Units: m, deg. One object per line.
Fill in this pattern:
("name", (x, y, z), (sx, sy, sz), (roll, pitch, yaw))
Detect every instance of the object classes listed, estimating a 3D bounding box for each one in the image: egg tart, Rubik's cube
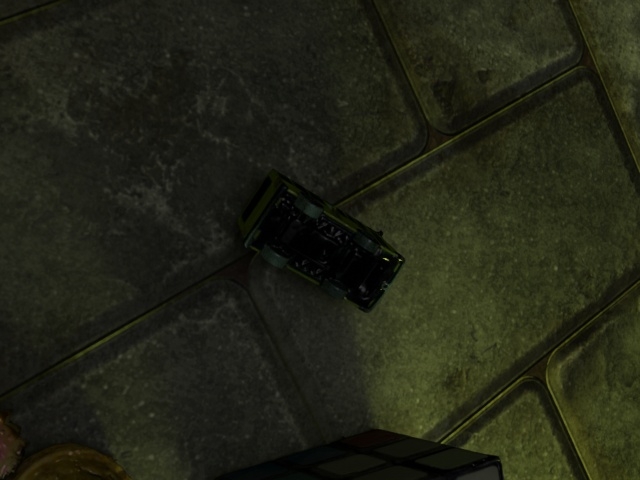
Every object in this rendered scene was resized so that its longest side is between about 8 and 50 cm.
("egg tart", (-0.359, 0.415, 1.179), (0.241, 0.106, 0.241), (4, 84, -41))
("Rubik's cube", (0.066, 0.517, 1.272), (0.362, 0.363, 0.359), (-10, 88, -30))

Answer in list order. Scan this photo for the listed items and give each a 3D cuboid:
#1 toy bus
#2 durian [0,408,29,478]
("toy bus", (0.000, 0.000, 1.396), (0.262, 0.150, 0.128), (30, 101, -24))
("durian", (-0.566, 0.312, 1.082), (0.341, 0.112, 0.191), (-40, 97, -37))
